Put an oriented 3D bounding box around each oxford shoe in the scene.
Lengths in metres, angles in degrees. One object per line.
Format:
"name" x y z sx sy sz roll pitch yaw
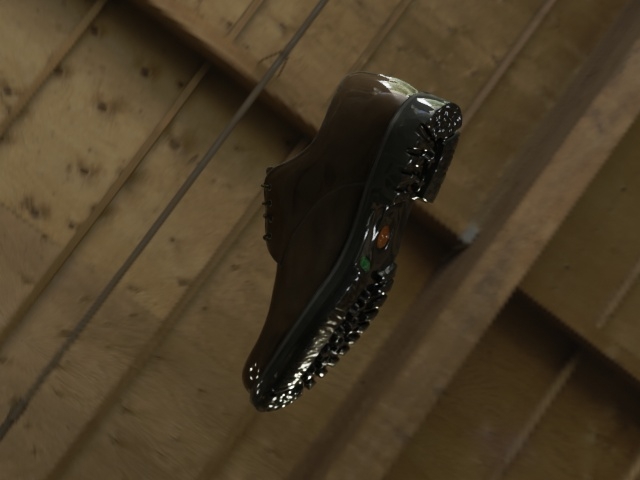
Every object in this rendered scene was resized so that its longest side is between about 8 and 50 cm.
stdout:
"oxford shoe" 0.000 0.000 0.875 0.096 0.083 0.227 29 -83 24
